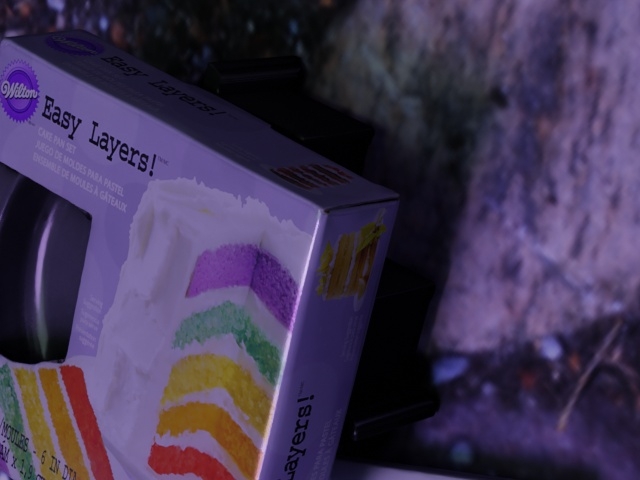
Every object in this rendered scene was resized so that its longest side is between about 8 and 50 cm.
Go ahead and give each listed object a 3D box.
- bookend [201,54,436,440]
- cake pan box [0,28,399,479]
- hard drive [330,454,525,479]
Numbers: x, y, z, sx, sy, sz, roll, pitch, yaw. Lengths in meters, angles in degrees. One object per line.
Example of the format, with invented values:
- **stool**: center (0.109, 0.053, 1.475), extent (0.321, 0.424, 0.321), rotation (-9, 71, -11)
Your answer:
- **bookend**: center (0.000, 0.000, 1.058), extent (0.156, 0.072, 0.157), rotation (27, 114, 34)
- **cake pan box**: center (-0.095, 0.040, 1.055), extent (0.267, 0.070, 0.245), rotation (30, 114, 35)
- **hard drive**: center (0.005, 0.222, 1.090), extent (0.308, 0.040, 0.203), rotation (3, 89, 38)
